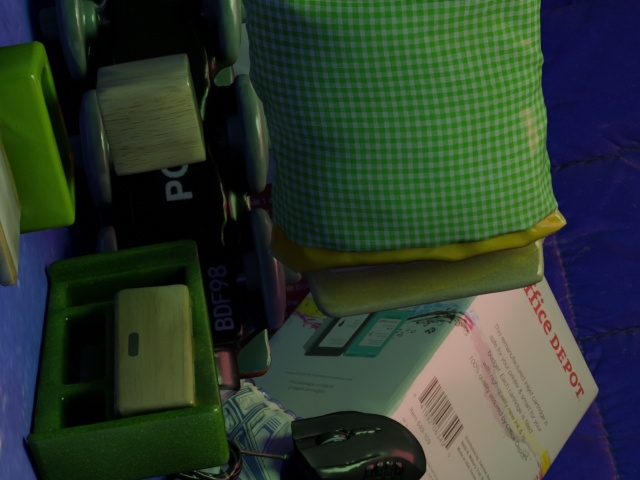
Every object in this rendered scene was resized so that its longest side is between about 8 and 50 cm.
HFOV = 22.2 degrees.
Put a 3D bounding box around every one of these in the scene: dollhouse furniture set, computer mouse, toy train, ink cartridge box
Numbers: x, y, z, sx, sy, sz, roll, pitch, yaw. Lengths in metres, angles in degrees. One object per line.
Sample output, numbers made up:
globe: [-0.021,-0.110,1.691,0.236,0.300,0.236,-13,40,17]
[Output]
dollhouse furniture set: [-0.014,-0.014,0.842,0.151,0.301,0.197,-100,180,-55]
computer mouse: [-0.023,0.137,1.113,0.041,0.242,0.071,-57,-137,31]
toy train: [-0.098,-0.049,1.073,0.190,0.142,0.334,108,-26,-76]
ink cartridge box: [0.077,0.147,1.442,0.270,0.197,0.198,-49,123,-34]

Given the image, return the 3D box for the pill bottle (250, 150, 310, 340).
pill bottle: [0.000,0.000,1.676,0.229,0.229,0.407,-76,156,-82]

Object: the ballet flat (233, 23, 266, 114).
ballet flat: [-0.007,-0.143,1.455,0.483,0.164,0.182,44,23,-11]

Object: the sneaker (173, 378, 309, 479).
sneaker: [-0.047,0.169,1.219,0.296,0.131,0.112,-98,174,-56]
